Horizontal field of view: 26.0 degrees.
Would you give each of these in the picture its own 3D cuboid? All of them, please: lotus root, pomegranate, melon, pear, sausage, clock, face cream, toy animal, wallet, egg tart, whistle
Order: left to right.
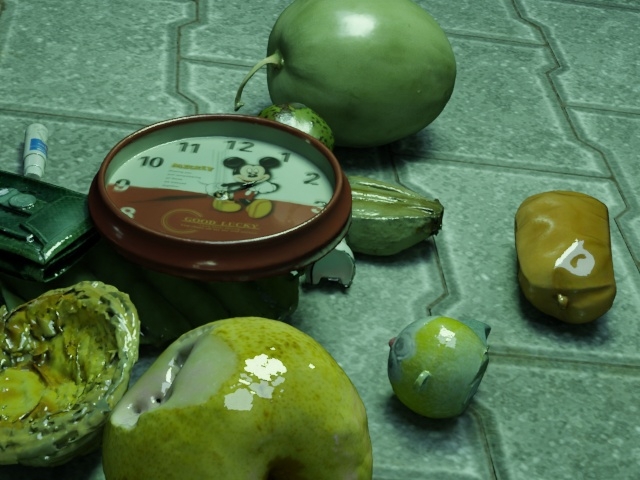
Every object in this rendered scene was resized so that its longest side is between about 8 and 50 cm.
[{"bbox_3d":[-0.379,-0.031,1.660,0.236,0.055,0.160,19,36,22],"label":"wallet"},{"bbox_3d":[-0.398,-0.118,1.928,0.034,0.034,0.130,5,32,-11],"label":"face cream"},{"bbox_3d":[-0.277,0.150,1.465,0.232,0.098,0.252,-38,41,-15],"label":"egg tart"},{"bbox_3d":[-0.119,-0.048,1.660,0.318,0.080,0.318,1,35,-1],"label":"clock"},{"bbox_3d":[-0.085,0.199,1.329,0.271,0.271,0.271,8,32,-5],"label":"pear"},{"bbox_3d":[-0.056,-0.125,1.972,0.125,0.138,0.163,-3,-2,-35],"label":"pomegranate"},{"bbox_3d":[0.001,0.006,1.827,0.071,0.085,0.124,-13,30,-5],"label":"toy animal"},{"bbox_3d":[0.056,-0.264,2.102,0.308,0.272,0.272,10,23,-48],"label":"melon"},{"bbox_3d":[0.096,-0.025,1.907,0.144,0.070,0.143,9,26,4],"label":"lotus root"},{"bbox_3d":[0.146,0.135,1.636,0.123,0.123,0.223,22,20,17],"label":"whistle"},{"bbox_3d":[0.331,0.018,1.865,0.136,0.120,0.241,-3,32,5],"label":"sausage"}]

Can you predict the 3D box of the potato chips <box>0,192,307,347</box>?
[{"bbox_3d":[-0.217,0.015,1.718,0.373,0.097,0.389,-10,39,-14],"label":"potato chips"}]
